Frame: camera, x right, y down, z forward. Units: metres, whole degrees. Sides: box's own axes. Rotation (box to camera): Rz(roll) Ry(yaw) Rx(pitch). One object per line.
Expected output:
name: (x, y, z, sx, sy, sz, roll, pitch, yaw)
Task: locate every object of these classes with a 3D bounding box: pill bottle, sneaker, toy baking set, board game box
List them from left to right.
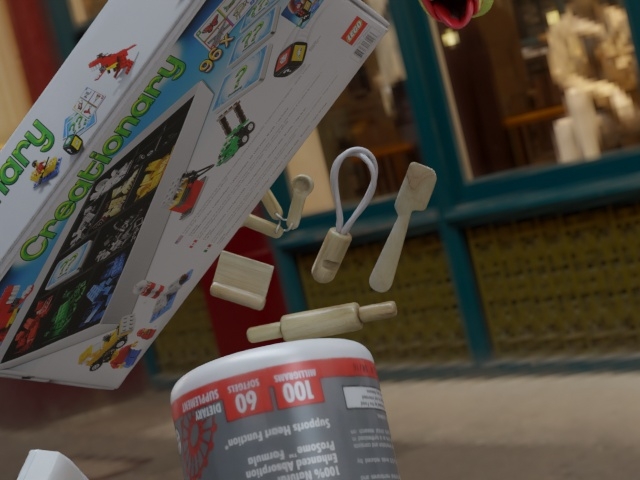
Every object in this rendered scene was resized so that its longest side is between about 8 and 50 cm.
board game box: (-0.101, -0.046, 0.880, 0.305, 0.053, 0.193, -52, -26, 8)
pill bottle: (-0.014, 0.294, 1.424, 0.210, 0.363, 0.210, -12, -16, -4)
toy baking set: (0.000, 0.007, 1.506, 0.256, 0.196, 0.030, -7, 14, 14)
sneaker: (0.133, -0.253, 1.492, 0.081, 0.094, 0.208, -16, -13, 19)

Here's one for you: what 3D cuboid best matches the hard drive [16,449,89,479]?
hard drive: (-0.258, 0.396, 1.298, 0.047, 0.233, 0.353, 2, 54, 25)
